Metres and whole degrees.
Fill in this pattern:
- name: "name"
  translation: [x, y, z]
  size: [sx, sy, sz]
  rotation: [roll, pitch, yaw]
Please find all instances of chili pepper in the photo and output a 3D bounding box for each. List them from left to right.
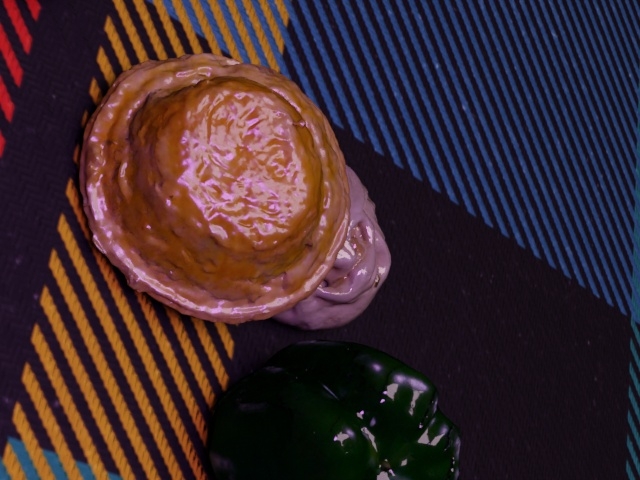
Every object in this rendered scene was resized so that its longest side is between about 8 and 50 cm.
- name: "chili pepper"
  translation: [0.021, 0.225, 1.433]
  size: [0.248, 0.257, 0.233]
  rotation: [41, 66, -21]

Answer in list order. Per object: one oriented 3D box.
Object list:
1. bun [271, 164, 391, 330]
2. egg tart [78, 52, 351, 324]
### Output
- name: "bun"
  translation: [0.000, 0.000, 1.578]
  size: [0.231, 0.133, 0.231]
  rotation: [14, 70, -45]
- name: "egg tart"
  translation: [-0.101, -0.067, 1.418]
  size: [0.319, 0.128, 0.319]
  rotation: [4, 79, -18]
